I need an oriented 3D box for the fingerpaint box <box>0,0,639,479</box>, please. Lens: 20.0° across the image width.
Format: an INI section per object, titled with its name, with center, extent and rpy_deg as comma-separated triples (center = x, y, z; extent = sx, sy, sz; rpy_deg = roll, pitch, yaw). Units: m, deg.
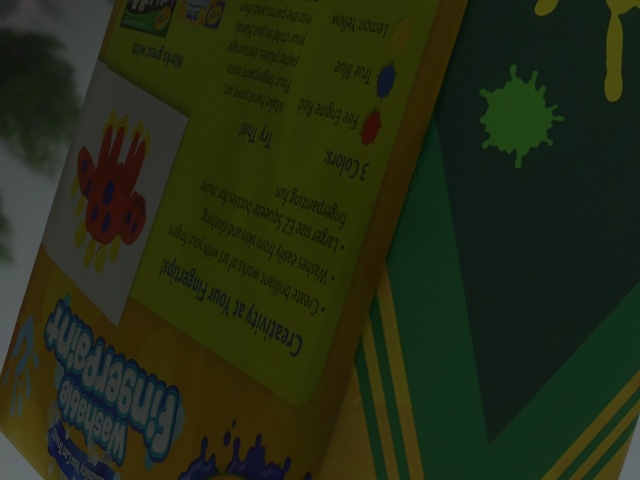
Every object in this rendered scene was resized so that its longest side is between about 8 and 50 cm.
[fingerpaint box]
center = 0.000, 0.000, 0.964
extent = 0.445, 0.163, 0.371
rpy_deg = 23, -84, 64
